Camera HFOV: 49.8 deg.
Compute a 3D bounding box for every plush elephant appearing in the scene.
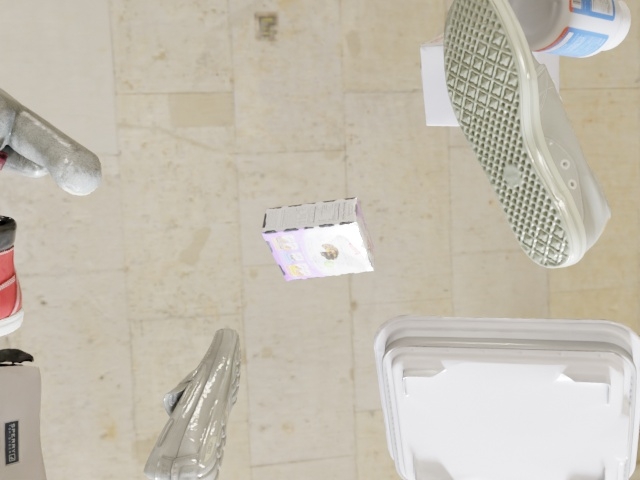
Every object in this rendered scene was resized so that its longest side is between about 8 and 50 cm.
[{"bbox_3d":[-0.515,-0.106,0.887,0.255,0.330,0.272,-56,152,0],"label":"plush elephant"}]

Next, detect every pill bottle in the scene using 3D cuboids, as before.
[{"bbox_3d":[0.417,-0.370,1.147,0.124,0.221,0.124,8,-80,52],"label":"pill bottle"}]

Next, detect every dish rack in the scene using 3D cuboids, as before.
[{"bbox_3d":[0.237,0.233,0.890,0.072,0.333,0.285,-64,149,-59],"label":"dish rack"}]

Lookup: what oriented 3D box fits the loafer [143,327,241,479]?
[{"bbox_3d":[-0.193,0.251,1.098,0.319,0.111,0.112,-81,176,-61],"label":"loafer"}]

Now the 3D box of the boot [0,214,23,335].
[{"bbox_3d":[-0.464,0.052,0.786,0.088,0.244,0.176,27,-58,30],"label":"boot"}]

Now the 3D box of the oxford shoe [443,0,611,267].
[{"bbox_3d":[0.318,-0.179,1.068,0.169,0.130,0.449,-18,-84,64],"label":"oxford shoe"}]

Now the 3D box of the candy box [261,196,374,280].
[{"bbox_3d":[0.000,0.000,1.418,0.165,0.196,0.070,68,21,-47],"label":"candy box"}]

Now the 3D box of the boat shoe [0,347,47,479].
[{"bbox_3d":[-0.499,0.328,1.018,0.158,0.127,0.340,-3,-99,35],"label":"boat shoe"}]

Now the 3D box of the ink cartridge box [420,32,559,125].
[{"bbox_3d":[0.398,-0.386,1.611,0.198,0.270,0.197,-39,128,-48],"label":"ink cartridge box"}]
